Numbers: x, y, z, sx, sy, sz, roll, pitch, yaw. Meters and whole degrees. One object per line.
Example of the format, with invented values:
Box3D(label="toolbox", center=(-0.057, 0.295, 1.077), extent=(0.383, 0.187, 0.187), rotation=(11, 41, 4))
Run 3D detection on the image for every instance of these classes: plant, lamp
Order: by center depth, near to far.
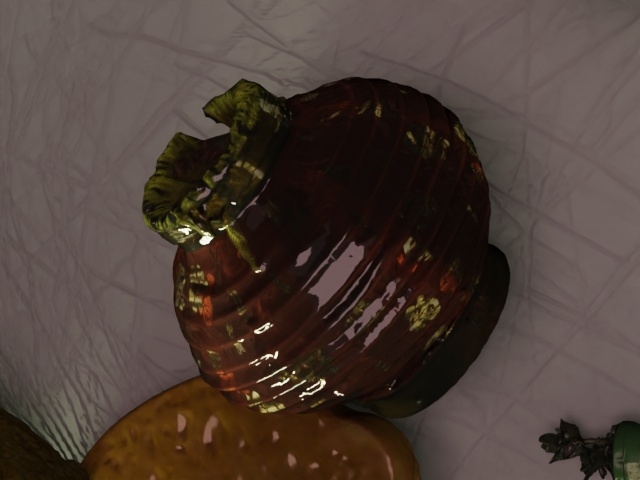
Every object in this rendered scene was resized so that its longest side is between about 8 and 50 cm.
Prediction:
Box3D(label="lamp", center=(0.000, 0.000, 1.188), extent=(0.247, 0.247, 0.247), rotation=(1, 93, 14))
Box3D(label="plant", center=(0.199, 0.148, 1.238), extent=(0.102, 0.051, 0.051), rotation=(0, 93, 28))

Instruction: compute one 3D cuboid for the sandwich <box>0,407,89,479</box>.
Box3D(label="sandwich", center=(-0.362, 0.175, 1.325), extent=(0.325, 0.131, 0.262), rotation=(41, 104, 16))

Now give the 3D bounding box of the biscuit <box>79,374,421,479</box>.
Box3D(label="biscuit", center=(-0.061, 0.267, 1.277), extent=(0.312, 0.057, 0.351), rotation=(-11, 80, 28))
